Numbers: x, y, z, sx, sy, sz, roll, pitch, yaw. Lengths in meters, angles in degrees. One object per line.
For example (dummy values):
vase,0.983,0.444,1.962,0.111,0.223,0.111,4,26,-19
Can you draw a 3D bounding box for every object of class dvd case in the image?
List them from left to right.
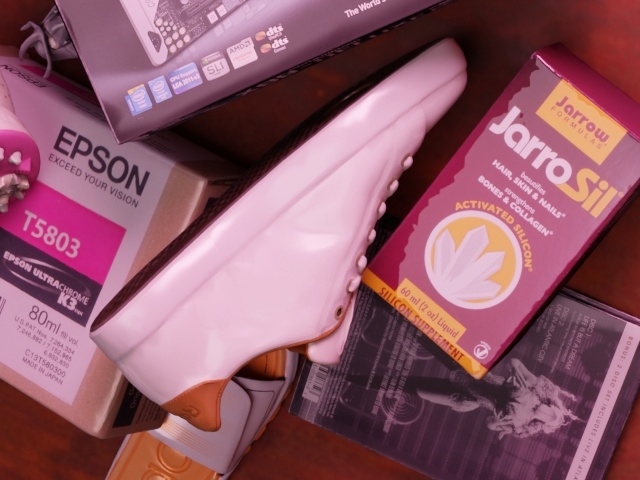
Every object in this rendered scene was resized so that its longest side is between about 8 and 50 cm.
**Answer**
dvd case,0.101,0.089,1.329,0.221,0.018,0.165,23,112,14

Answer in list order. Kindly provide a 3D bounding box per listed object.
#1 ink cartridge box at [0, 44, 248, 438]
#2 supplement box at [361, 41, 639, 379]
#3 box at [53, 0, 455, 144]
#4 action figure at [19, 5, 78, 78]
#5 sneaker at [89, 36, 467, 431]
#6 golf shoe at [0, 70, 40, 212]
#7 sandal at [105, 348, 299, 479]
ink cartridge box,-0.183,-0.004,1.336,0.234,0.088,0.193,27,103,23
supplement box,0.126,-0.020,1.239,0.104,0.081,0.188,40,110,8
box,-0.024,-0.227,1.152,0.307,0.076,0.242,-23,92,9
action figure,-0.086,-0.193,1.265,0.285,0.099,0.185,-30,75,18
sneaker,0.000,0.000,1.222,0.290,0.106,0.123,-43,98,-3
golf shoe,-0.326,-0.039,1.308,0.306,0.115,0.140,-27,68,18
sandal,-0.099,0.140,1.391,0.102,0.076,0.265,30,114,11
